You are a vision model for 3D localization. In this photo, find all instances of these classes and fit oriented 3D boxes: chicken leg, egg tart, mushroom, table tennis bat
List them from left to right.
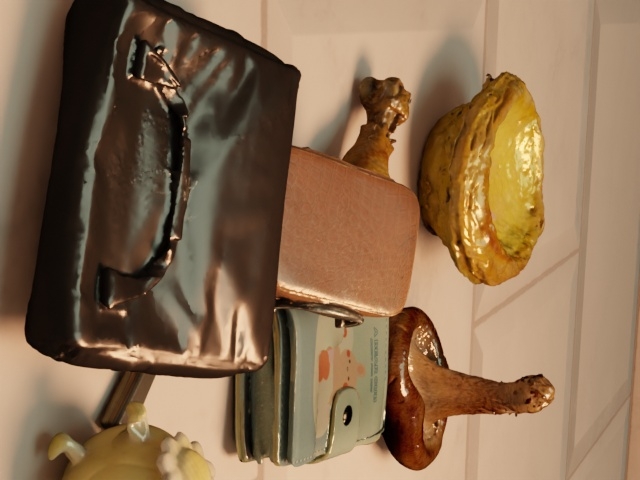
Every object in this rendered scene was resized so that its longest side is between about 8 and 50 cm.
[{"bbox_3d":[-0.130,0.062,0.993,0.130,0.019,0.220,62,40,-48],"label":"table tennis bat"},{"bbox_3d":[0.047,-0.077,1.265,0.107,0.087,0.251,58,41,-46],"label":"chicken leg"},{"bbox_3d":[0.178,0.196,1.444,0.148,0.217,0.227,-61,147,-40],"label":"mushroom"},{"bbox_3d":[0.207,-0.079,1.561,0.294,0.123,0.294,-9,100,-63],"label":"egg tart"}]

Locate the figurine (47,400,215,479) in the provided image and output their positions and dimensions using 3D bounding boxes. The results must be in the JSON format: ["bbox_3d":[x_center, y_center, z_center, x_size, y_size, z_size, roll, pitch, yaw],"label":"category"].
[{"bbox_3d":[-0.110,0.292,0.961,0.274,0.227,0.394,-102,173,-65],"label":"figurine"}]

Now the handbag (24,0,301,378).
[{"bbox_3d":[-0.116,-0.036,0.906,0.244,0.088,0.275,15,83,-57],"label":"handbag"}]

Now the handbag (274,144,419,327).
[{"bbox_3d":[0.000,0.000,1.093,0.193,0.072,0.151,20,73,-42],"label":"handbag"}]

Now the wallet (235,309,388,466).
[{"bbox_3d":[-0.003,0.136,1.222,0.250,0.075,0.176,1,89,-65],"label":"wallet"}]
